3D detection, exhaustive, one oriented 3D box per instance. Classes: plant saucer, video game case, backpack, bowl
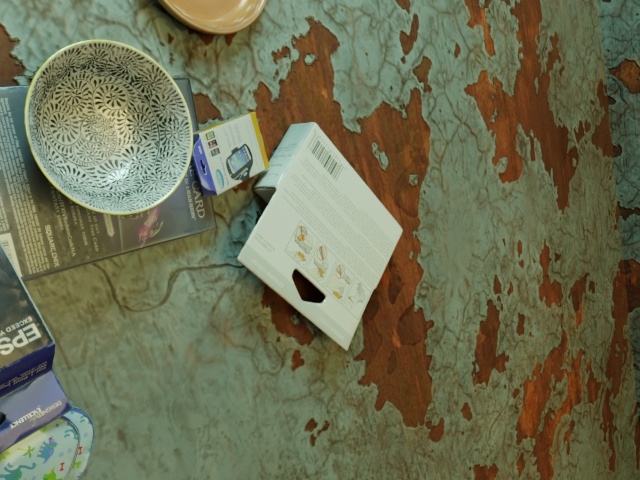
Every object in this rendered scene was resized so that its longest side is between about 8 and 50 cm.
[{"bbox_3d":[-0.150,-0.360,0.698,0.200,0.037,0.199,-3,94,-46],"label":"plant saucer"},{"bbox_3d":[-0.250,-0.076,0.624,0.274,0.026,0.196,-19,106,-44],"label":"video game case"},{"bbox_3d":[-0.290,0.208,0.558,0.114,0.084,0.105,30,73,-44],"label":"backpack"},{"bbox_3d":[-0.226,-0.111,0.572,0.170,0.080,0.170,-3,95,-45],"label":"bowl"}]

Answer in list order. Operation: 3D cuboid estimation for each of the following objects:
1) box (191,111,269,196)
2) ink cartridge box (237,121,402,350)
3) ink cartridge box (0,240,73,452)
[{"bbox_3d":[-0.122,-0.112,0.724,0.136,0.028,0.081,-38,121,-50],"label":"box"},{"bbox_3d":[0.000,0.000,0.852,0.275,0.060,0.238,45,63,-37],"label":"ink cartridge box"},{"bbox_3d":[-0.345,0.041,0.453,0.165,0.065,0.332,-32,100,-40],"label":"ink cartridge box"}]
